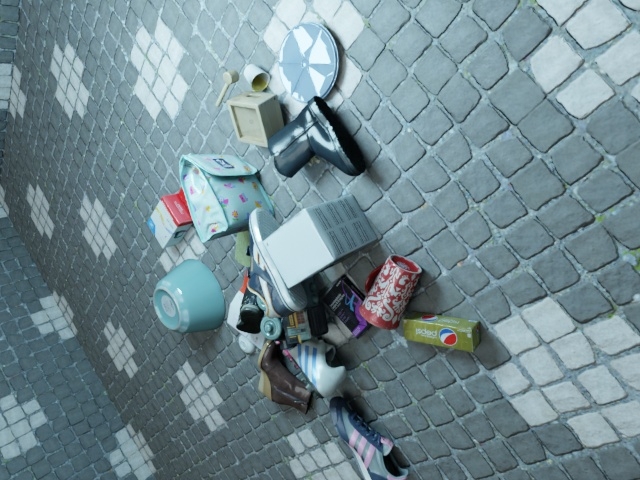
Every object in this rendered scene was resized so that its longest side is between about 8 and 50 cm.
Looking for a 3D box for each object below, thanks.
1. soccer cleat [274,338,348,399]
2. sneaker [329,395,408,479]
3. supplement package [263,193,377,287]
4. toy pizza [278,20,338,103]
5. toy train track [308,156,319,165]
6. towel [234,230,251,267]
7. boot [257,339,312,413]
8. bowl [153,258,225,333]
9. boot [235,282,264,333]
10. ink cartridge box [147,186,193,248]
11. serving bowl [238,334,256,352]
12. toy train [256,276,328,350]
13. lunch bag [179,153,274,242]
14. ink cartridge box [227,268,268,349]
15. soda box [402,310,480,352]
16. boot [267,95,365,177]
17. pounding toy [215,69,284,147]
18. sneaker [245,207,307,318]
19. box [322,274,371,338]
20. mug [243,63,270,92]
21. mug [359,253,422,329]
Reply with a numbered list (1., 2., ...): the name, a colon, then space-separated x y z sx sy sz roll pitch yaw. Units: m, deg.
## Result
1. soccer cleat: -0.037 0.356 1.376 0.331 0.143 0.116 44 166 42
2. sneaker: 0.151 0.610 1.316 0.131 0.112 0.318 -34 85 24
3. supplement package: 0.000 0.000 1.147 0.194 0.203 0.149 -35 82 41
4. toy pizza: -0.031 -0.466 1.126 0.202 0.032 0.201 15 115 34
5. toy train track: -0.019 -0.247 1.203 0.048 0.014 0.083 37 124 24
6. towel: -0.250 0.028 1.475 0.110 0.027 0.147 25 121 31
7. boot: -0.115 0.475 1.501 0.207 0.090 0.248 16 114 21
8. bowl: -0.543 0.243 1.695 0.312 0.163 0.310 15 115 35
9. boot: -0.221 0.206 1.441 0.086 0.178 0.236 14 148 -6
10. ink cartridge box: -0.575 -0.088 1.662 0.134 0.078 0.231 55 130 10
11. serving bowl: -0.284 0.394 1.626 0.084 0.027 0.083 13 112 35
12. toy train: -0.091 0.166 1.311 0.191 0.142 0.333 -14 82 28
13. lunch bag: -0.297 -0.153 1.321 0.160 0.224 0.262 -25 87 36
14. ink cartridge box: -0.240 0.248 1.525 0.189 0.066 0.232 31 127 27
15. soda box: 0.303 0.227 1.077 0.182 0.058 0.061 2 106 39
16. boot: -0.018 -0.227 1.139 0.207 0.094 0.246 -38 81 33
17. pounding toy: -0.207 -0.392 1.223 0.181 0.094 0.205 19 137 34
18. sneaker: -0.156 0.068 1.208 0.128 0.126 0.320 -31 69 27
19. box: 0.089 0.196 1.257 0.162 0.029 0.116 47 128 18
20. mug: -0.193 -0.471 1.238 0.064 0.062 0.078 52 122 23
21. mug: 0.171 0.120 1.109 0.150 0.113 0.169 36 116 30
